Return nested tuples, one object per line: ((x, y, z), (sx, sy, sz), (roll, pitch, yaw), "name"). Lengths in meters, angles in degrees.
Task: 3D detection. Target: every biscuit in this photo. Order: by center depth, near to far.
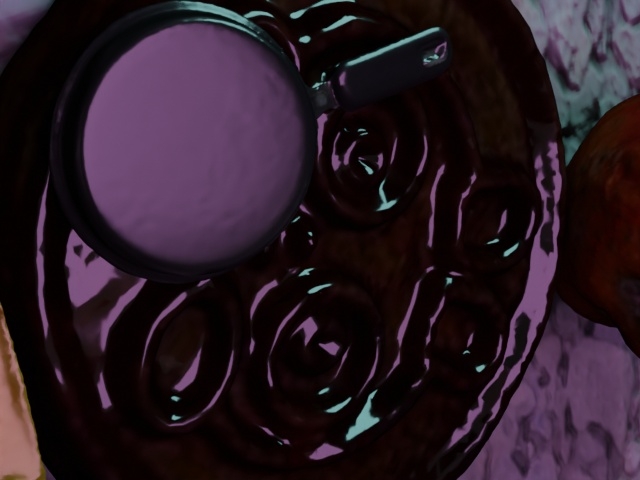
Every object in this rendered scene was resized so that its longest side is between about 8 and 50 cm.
((0.000, 0.000, 0.636), (0.407, 0.091, 0.408), (-8, 103, -36), "biscuit")

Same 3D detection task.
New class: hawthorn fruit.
((0.258, -0.032, 0.733), (0.207, 0.207, 0.243), (-36, 137, -26), "hawthorn fruit")

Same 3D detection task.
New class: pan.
((-0.019, -0.063, 0.532), (0.235, 0.028, 0.136), (-25, 113, -26), "pan")

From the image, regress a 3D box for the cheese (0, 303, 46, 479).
((-0.194, 0.025, 0.490), (0.126, 0.093, 0.171), (2, 95, -25), "cheese")
